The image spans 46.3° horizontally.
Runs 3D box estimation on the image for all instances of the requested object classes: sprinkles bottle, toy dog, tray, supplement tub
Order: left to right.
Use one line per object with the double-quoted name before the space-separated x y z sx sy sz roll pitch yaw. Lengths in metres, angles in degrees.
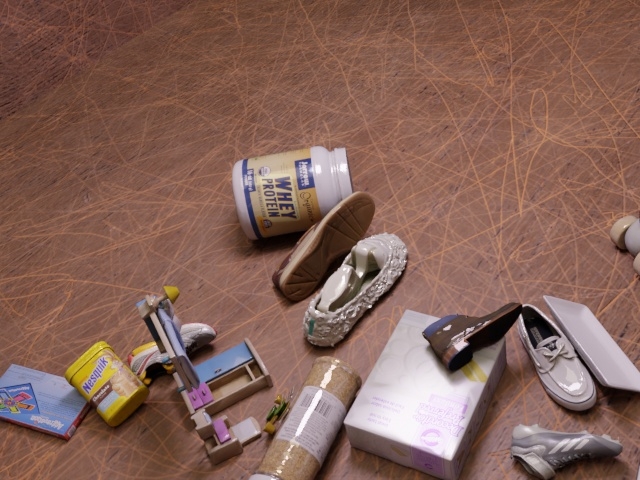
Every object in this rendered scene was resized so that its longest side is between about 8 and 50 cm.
"supplement tub" -0.068 -0.136 2.076 0.316 0.228 0.228 -10 42 5
"sprinkles bottle" -0.033 0.409 1.549 0.121 0.121 0.355 10 47 25
"tray" 0.586 0.227 1.607 0.145 0.030 0.270 15 31 -29
"toy dog" 0.852 -0.048 1.776 0.334 0.161 0.220 -33 45 -20

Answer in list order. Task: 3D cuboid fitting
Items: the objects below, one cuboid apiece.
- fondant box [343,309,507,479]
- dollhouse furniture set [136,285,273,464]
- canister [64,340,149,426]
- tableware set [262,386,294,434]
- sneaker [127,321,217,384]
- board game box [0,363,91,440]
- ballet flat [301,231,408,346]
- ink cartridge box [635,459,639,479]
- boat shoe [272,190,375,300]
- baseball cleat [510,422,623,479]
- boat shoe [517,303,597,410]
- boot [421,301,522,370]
"fondant box" 0.231 0.319 1.595 0.238 0.096 0.330 13 49 27
"dollhouse furniture set" -0.232 0.260 1.632 0.198 0.303 0.286 -27 43 -13
"canister" -0.499 0.337 1.758 0.170 0.073 0.126 38 73 24
"tableware set" -0.097 0.369 1.604 0.024 0.104 0.154 34 9 -3
"sneaker" -0.351 0.278 1.821 0.225 0.088 0.092 -28 50 -5
"board game box" -0.685 0.389 1.823 0.281 0.027 0.145 9 45 24
"ballet flat" 0.095 0.092 1.855 0.147 0.147 0.409 16 49 30
"ink cartridge box" 0.654 0.436 1.356 0.148 0.086 0.203 10 48 25
"boat shoe" 0.000 0.000 1.963 0.342 0.123 0.123 -52 34 -6
"baseball cleat" 0.474 0.418 1.453 0.206 0.072 0.109 2 58 24
"boat shoe" 0.498 0.241 1.601 0.096 0.088 0.267 -23 40 6
"boot" 0.323 0.176 1.597 0.219 0.082 0.106 -32 47 -18
